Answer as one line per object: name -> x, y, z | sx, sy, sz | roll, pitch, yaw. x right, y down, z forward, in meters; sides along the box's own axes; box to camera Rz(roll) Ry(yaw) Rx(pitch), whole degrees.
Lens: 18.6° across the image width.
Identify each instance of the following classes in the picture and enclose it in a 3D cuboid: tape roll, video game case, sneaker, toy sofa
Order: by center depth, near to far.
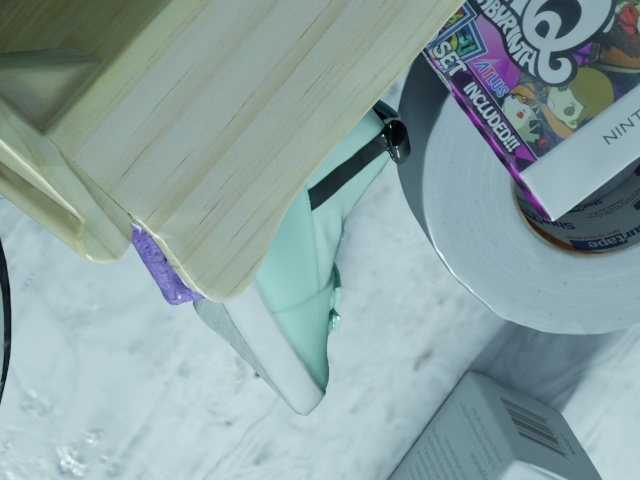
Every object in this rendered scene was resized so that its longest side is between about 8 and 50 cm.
toy sofa -> -0.029, -0.156, 0.938 | 0.362, 0.150, 0.177 | -50, 122, -7
video game case -> 0.137, -0.163, 1.045 | 0.210, 0.042, 0.232 | -36, 95, -1
sneaker -> 0.000, 0.000, 1.096 | 0.151, 0.094, 0.256 | -43, 155, -11
tape roll -> 0.158, -0.056, 1.149 | 0.219, 0.072, 0.219 | -5, 115, -11

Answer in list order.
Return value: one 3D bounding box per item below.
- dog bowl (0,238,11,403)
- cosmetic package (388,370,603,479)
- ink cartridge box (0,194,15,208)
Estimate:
dog bowl -> -0.373, 0.055, 0.985 | 0.408, 0.150, 0.408 | 2, 115, 5
cosmetic package -> 0.074, 0.211, 1.230 | 0.085, 0.117, 0.231 | 27, 107, -21
ink cartridge box -> -0.230, -0.099, 1.068 | 0.232, 0.066, 0.189 | -14, 118, -26
